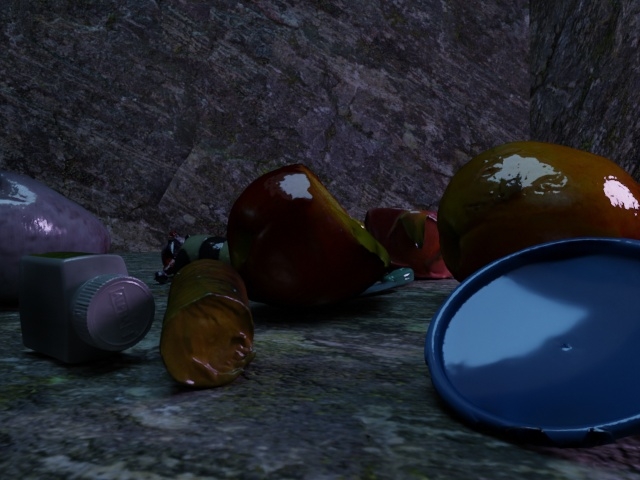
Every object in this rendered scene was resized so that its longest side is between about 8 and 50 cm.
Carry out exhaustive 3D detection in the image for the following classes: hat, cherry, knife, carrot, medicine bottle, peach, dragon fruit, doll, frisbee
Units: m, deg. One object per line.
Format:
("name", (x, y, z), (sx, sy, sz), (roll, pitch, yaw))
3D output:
("hat", (-0.433, 0.061, 1.405), (0.128, 0.140, 0.227), (-11, 14, 7))
("cherry", (-0.663, -0.004, 1.066), (0.334, 0.292, 0.326), (12, -18, -13))
("knife", (0.149, 0.102, 1.090), (0.063, 0.035, 0.260), (1, 9, 34))
("carrot", (-0.142, 0.089, 0.609), (0.113, 0.114, 0.302), (-2, 6, -15))
("medicine bottle", (-0.301, 0.082, 0.608), (0.188, 0.132, 0.088), (2, 3, 38))
("peach", (0.000, 0.000, 0.897), (0.337, 0.282, 0.281), (-3, 3, -31))
("dragon fruit", (0.258, 0.017, 1.321), (0.290, 0.190, 0.290), (6, 0, 0))
("doll", (-0.270, 0.054, 1.243), (0.234, 0.135, 0.143), (4, 7, 27))
("peach", (0.401, -0.033, 0.882), (0.371, 0.290, 0.373), (-9, -29, -5))
("frisbee", (0.210, 0.081, 0.421), (0.241, 0.045, 0.242), (-24, 24, 11))

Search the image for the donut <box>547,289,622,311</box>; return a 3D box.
("donut", (0.327, 0.087, 0.539), (0.215, 0.096, 0.230), (-4, 3, 15))
